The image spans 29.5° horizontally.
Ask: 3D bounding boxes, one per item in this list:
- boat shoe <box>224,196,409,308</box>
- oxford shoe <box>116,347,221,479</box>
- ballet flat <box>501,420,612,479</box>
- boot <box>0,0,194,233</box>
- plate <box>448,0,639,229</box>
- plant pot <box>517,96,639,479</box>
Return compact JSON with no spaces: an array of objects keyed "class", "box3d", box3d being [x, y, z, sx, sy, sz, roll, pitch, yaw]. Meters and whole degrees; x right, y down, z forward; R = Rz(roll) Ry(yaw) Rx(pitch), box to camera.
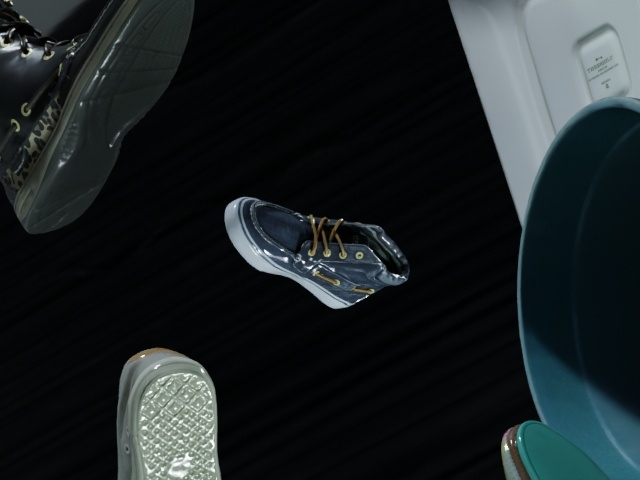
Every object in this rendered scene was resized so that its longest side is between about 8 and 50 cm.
[{"class":"boat shoe","box3d":[0.000,0.000,1.091,0.183,0.083,0.065,32,46,-44]},{"class":"oxford shoe","box3d":[-0.227,0.344,1.760,0.130,0.169,0.449,-131,-139,-55]},{"class":"ballet flat","box3d":[0.185,0.210,0.750,0.221,0.079,0.077,41,39,22]},{"class":"boot","box3d":[-0.208,-0.144,0.918,0.178,0.236,0.085,47,30,21]},{"class":"plate","box3d":[0.260,-0.161,1.183,0.277,0.045,0.278,-32,109,-37]},{"class":"plant pot","box3d":[0.313,0.038,0.857,0.271,0.255,0.272,180,-90,-74]}]
